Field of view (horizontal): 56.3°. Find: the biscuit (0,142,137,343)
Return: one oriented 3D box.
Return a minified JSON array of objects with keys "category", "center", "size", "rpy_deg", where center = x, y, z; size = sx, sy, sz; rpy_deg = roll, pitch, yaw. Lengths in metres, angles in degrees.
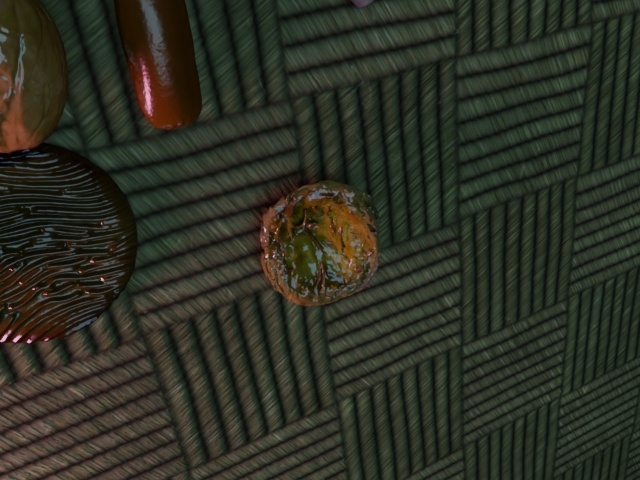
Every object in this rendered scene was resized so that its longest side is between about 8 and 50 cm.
[{"category":"biscuit","center":[-0.428,0.012,0.872],"size":[0.317,0.040,0.318],"rpy_deg":[-11,118,-23]}]

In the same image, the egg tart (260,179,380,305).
[{"category":"egg tart","center":[0.000,0.000,1.063],"size":[0.231,0.098,0.252],"rpy_deg":[-39,121,1]}]

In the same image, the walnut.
[{"category":"walnut","center":[-0.391,-0.206,0.725],"size":[0.159,0.159,0.207],"rpy_deg":[-6,114,-25]}]

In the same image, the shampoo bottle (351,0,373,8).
[{"category":"shampoo bottle","center":[0.016,-0.437,0.891],"size":[0.195,0.056,0.056],"rpy_deg":[39,91,-35]}]

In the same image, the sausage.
[{"category":"sausage","center":[-0.224,-0.272,0.819],"size":[0.098,0.098,0.239],"rpy_deg":[-17,121,-20]}]
